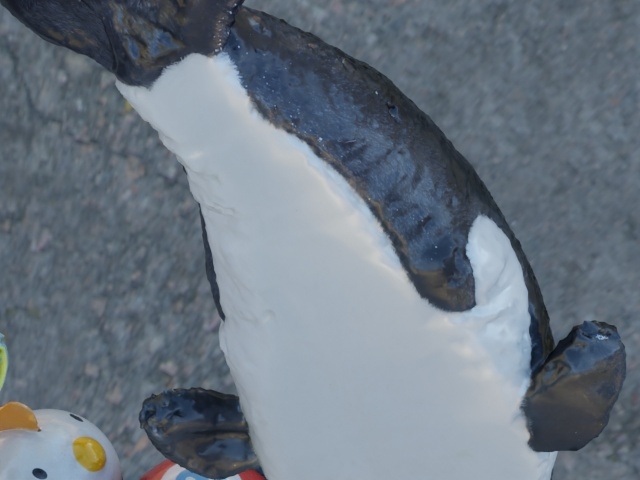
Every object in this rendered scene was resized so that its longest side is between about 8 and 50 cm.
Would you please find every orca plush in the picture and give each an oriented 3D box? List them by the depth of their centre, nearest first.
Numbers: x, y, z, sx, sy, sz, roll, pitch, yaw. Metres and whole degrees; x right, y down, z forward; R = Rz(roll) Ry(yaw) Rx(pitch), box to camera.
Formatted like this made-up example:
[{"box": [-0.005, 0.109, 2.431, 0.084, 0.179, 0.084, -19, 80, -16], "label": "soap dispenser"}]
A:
[{"box": [0.000, 0.000, 0.488, 0.287, 0.151, 0.102, 45, 32, -36], "label": "orca plush"}]

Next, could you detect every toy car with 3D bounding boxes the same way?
[{"box": [-0.167, 0.190, 1.117, 0.238, 0.210, 0.219, 42, 39, -14], "label": "toy car"}]

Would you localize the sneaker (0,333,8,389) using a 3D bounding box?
[{"box": [-0.495, 0.087, 1.868, 0.127, 0.208, 0.319, -49, 131, -14], "label": "sneaker"}]
